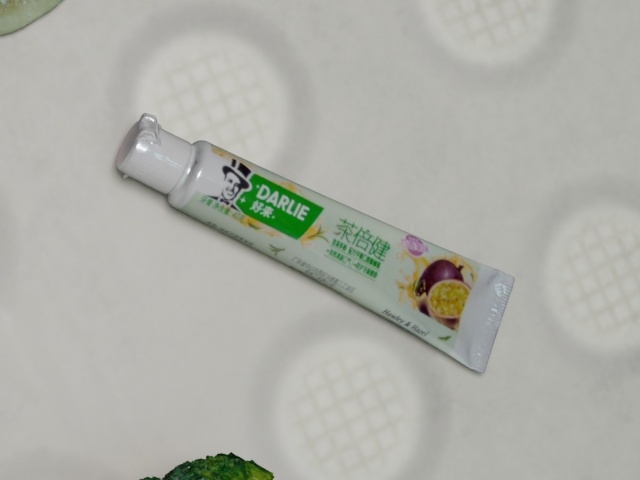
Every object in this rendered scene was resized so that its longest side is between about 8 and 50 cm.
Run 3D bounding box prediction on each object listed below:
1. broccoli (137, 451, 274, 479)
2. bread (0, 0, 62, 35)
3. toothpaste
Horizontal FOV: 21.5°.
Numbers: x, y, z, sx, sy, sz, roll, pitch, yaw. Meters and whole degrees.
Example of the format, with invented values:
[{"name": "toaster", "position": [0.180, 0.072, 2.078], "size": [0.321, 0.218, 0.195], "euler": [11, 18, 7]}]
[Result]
[{"name": "broccoli", "position": [-0.079, 0.284, 1.050], "size": [0.269, 0.269, 0.254], "euler": [35, 40, -14]}, {"name": "bread", "position": [-0.225, -0.195, 1.140], "size": [0.193, 0.036, 0.112], "euler": [-28, 96, -20]}, {"name": "toothpaste", "position": [0.000, 0.000, 1.202], "size": [0.314, 0.056, 0.058], "euler": [25, 118, -20]}]
